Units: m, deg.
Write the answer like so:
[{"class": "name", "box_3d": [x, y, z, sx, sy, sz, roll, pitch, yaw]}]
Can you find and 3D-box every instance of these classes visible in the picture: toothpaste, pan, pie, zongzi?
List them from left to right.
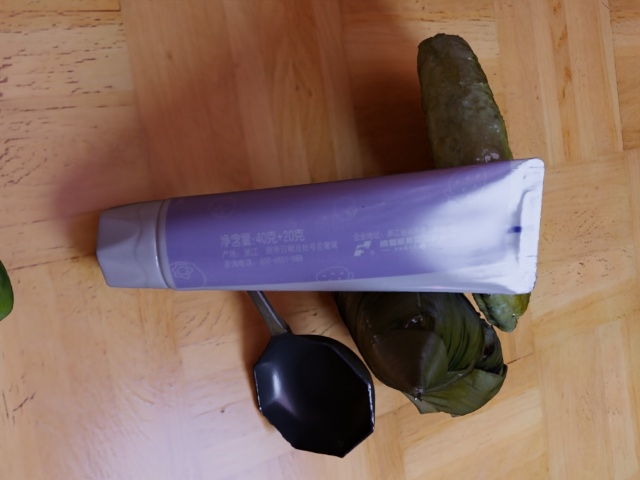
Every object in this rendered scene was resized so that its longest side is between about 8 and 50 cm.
[{"class": "pan", "box_3d": [-0.005, 0.114, 0.694, 0.048, 0.128, 0.202, -44, 132, -60]}, {"class": "toothpaste", "box_3d": [0.000, 0.000, 0.598, 0.371, 0.080, 0.125, -2, 115, 6]}, {"class": "zongzi", "box_3d": [0.122, 0.130, 0.697, 0.125, 0.274, 0.251, -39, 116, 9]}, {"class": "pie", "box_3d": [0.166, -0.068, 0.740, 0.323, 0.070, 0.323, -14, 90, -76]}]

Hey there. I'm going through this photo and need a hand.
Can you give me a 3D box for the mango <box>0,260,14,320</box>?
[{"class": "mango", "box_3d": [-0.342, 0.001, 0.495, 0.137, 0.091, 0.237, -45, 113, -18]}]
